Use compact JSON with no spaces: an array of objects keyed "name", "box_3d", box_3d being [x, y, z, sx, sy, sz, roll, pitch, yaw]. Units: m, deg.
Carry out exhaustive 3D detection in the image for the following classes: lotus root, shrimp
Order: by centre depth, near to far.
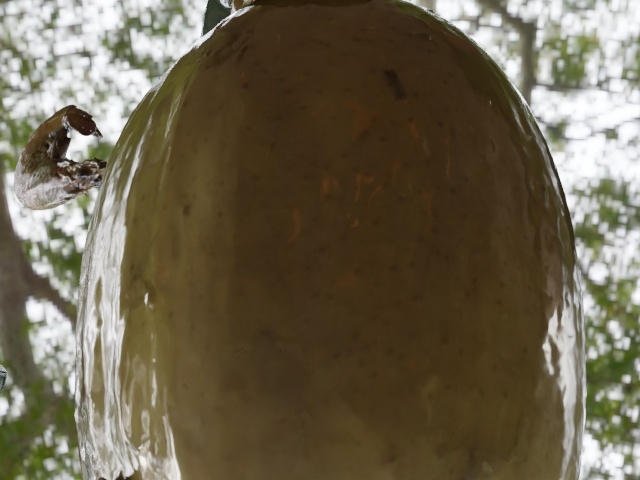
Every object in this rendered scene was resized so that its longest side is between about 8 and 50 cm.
[{"name":"lotus root","box_3d":[0.000,0.000,0.509,0.183,0.183,0.309,-2,-105,0]},{"name":"shrimp","box_3d":[-0.326,-0.102,1.898,0.068,0.150,0.249,22,176,-37]}]

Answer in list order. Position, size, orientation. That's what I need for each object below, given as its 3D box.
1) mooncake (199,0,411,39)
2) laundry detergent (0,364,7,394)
[{"name":"mooncake","box_3d":[-0.004,-0.165,1.046,0.104,0.168,0.175,26,-113,26]},{"name":"laundry detergent","box_3d":[-0.318,0.160,1.047,0.063,0.137,0.211,33,-94,19]}]
